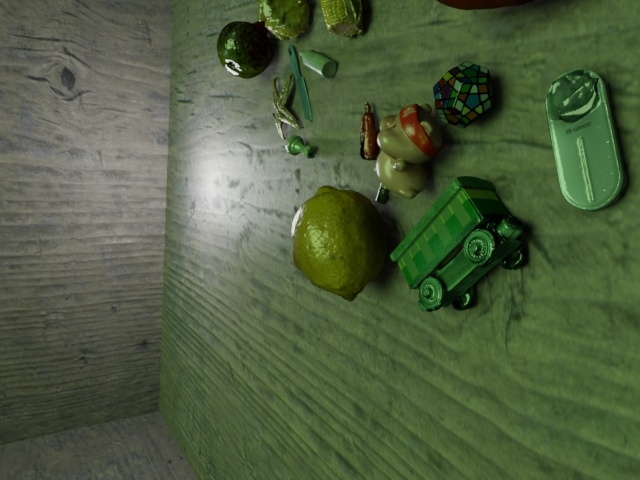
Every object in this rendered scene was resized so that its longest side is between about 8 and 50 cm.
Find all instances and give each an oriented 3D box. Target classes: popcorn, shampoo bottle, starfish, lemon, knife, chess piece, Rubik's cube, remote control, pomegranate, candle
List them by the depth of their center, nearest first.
[{"bbox_3d":[0.454,-0.173,0.833,0.104,0.052,0.247,-16,77,54],"label":"remote control"},{"bbox_3d":[0.298,-0.300,1.008,0.112,0.133,0.133,-101,25,-63],"label":"Rubik's cube"},{"bbox_3d":[0.051,0.006,1.273,0.253,0.253,0.311,-26,76,53],"label":"lemon"},{"bbox_3d":[0.134,-0.297,1.323,0.053,0.048,0.162,-2,89,22],"label":"candle"},{"bbox_3d":[-0.020,-0.565,1.524,0.195,0.056,0.056,47,129,44],"label":"shampoo bottle"},{"bbox_3d":[-0.105,-0.761,1.570,0.168,0.173,0.195,32,93,11],"label":"popcorn"},{"bbox_3d":[-0.059,-0.302,1.592,0.103,0.067,0.067,31,117,41],"label":"chess piece"},{"bbox_3d":[-0.067,-0.533,1.636,0.044,0.019,0.313,-31,68,50],"label":"knife"},{"bbox_3d":[-0.128,-0.481,1.696,0.138,0.050,0.248,-23,75,53],"label":"starfish"},{"bbox_3d":[-0.260,-0.724,1.787,0.214,0.214,0.248,4,58,56],"label":"pomegranate"}]

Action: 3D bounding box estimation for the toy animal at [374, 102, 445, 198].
[{"bbox_3d":[0.201,-0.213,1.121,0.171,0.171,0.198,49,136,44],"label":"toy animal"}]

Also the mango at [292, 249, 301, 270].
[{"bbox_3d":[0.000,0.000,1.468,0.253,0.113,0.138,-59,41,29],"label":"mango"}]

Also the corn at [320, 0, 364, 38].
[{"bbox_3d":[0.056,-0.718,1.364,0.123,0.122,0.305,-12,83,28],"label":"corn"}]

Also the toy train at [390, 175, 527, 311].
[{"bbox_3d":[0.288,0.022,1.033,0.301,0.120,0.202,-56,44,41],"label":"toy train"}]

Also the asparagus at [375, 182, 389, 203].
[{"bbox_3d":[0.175,-0.178,1.270,0.036,0.030,0.165,-142,58,-62],"label":"asparagus"}]

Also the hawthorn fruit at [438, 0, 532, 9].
[{"bbox_3d":[0.274,-0.604,0.790,0.402,0.402,0.403,3,94,56],"label":"hawthorn fruit"}]
